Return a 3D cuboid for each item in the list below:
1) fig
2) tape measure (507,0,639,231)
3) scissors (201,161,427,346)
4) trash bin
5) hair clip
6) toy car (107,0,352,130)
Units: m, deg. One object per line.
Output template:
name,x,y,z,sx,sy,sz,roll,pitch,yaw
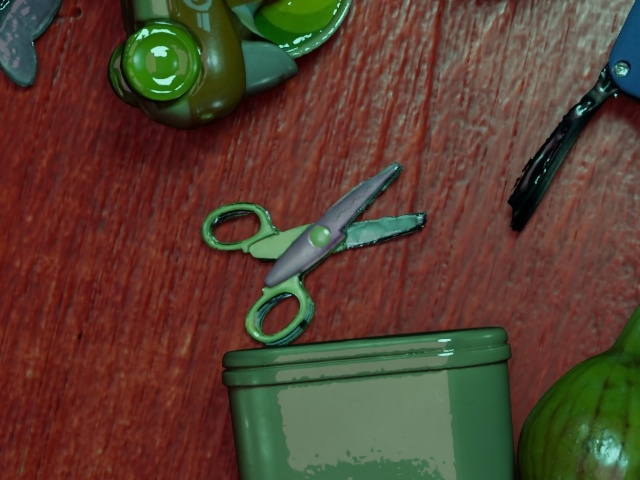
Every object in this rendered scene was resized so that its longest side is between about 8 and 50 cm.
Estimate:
fig,0.245,0.121,1.622,0.151,0.151,0.259,10,75,8
tape measure,0.318,-0.124,1.649,0.215,0.098,0.351,28,93,9
scissors,0.000,0.000,1.721,0.187,0.020,0.133,-28,87,7
trash bin,0.049,0.202,1.658,0.243,0.121,0.247,-7,90,8
hair clip,-0.298,-0.219,1.764,0.146,0.056,0.187,25,82,9
toy car,-0.076,-0.211,1.693,0.235,0.145,0.235,0,91,-12
